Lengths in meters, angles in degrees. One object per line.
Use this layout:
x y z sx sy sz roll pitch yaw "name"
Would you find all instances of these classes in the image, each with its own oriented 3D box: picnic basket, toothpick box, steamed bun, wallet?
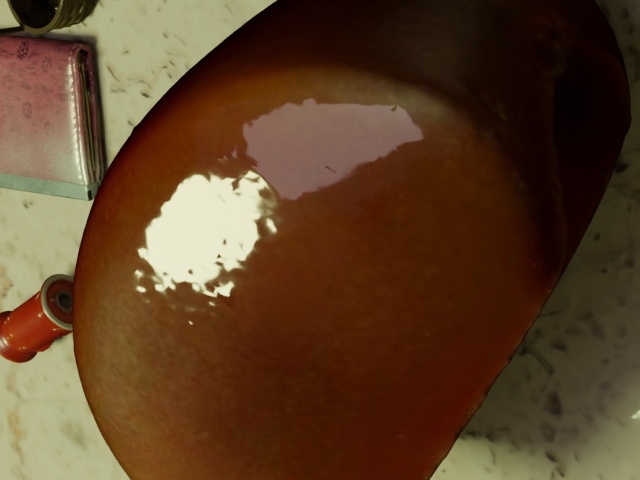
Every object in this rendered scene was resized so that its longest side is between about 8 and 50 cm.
-0.210 -0.181 1.289 0.072 0.083 0.072 14 113 37 "picnic basket"
-0.218 0.062 1.397 0.083 0.047 0.047 -31 82 43 "toothpick box"
0.000 0.000 1.047 0.248 0.235 0.379 30 129 3 "steamed bun"
-0.258 -0.101 1.395 0.232 0.025 0.119 9 109 39 "wallet"
